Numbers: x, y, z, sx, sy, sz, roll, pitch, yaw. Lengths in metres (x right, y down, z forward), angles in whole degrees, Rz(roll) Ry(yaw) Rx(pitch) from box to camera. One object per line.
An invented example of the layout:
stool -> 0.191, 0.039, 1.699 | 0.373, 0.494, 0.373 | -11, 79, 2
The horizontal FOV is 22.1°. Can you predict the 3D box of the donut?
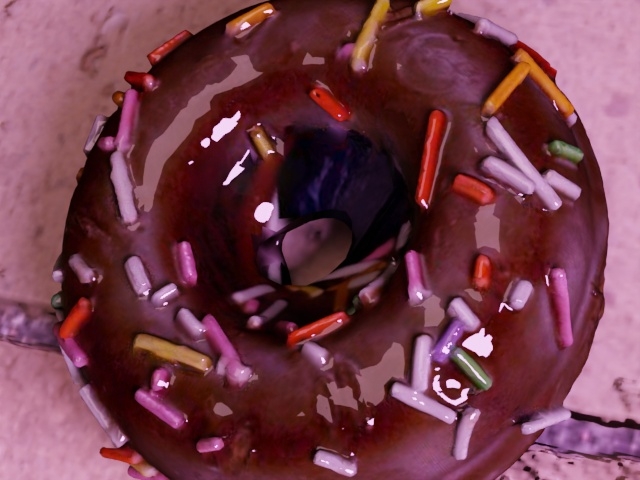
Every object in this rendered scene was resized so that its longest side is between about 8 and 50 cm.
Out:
donut -> 0.000, 0.000, 0.736 | 0.270, 0.103, 0.269 | -7, 67, 16
